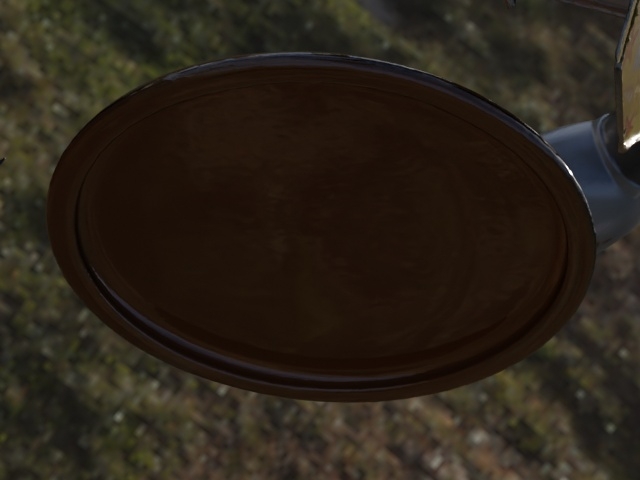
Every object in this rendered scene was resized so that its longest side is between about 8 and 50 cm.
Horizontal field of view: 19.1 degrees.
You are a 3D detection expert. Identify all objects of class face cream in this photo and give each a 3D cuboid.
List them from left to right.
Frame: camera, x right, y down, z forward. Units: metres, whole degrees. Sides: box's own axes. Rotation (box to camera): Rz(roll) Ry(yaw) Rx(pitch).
[{"bbox_3d":[0.134,-0.016,1.177,0.144,0.291,0.071,1,60,-49],"label":"face cream"}]

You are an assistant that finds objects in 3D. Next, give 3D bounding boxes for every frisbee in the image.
[{"bbox_3d":[0.000,0.000,0.868,0.250,0.251,0.021,27,49,-24],"label":"frisbee"}]

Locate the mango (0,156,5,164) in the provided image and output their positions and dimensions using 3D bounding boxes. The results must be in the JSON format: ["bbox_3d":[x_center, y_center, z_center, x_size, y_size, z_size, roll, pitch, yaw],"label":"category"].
[{"bbox_3d":[-0.217,-0.073,0.865,0.252,0.126,0.154,-102,168,-66],"label":"mango"}]

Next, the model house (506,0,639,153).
[{"bbox_3d":[0.120,-0.161,0.911,0.135,0.207,0.219,19,18,19],"label":"model house"}]
